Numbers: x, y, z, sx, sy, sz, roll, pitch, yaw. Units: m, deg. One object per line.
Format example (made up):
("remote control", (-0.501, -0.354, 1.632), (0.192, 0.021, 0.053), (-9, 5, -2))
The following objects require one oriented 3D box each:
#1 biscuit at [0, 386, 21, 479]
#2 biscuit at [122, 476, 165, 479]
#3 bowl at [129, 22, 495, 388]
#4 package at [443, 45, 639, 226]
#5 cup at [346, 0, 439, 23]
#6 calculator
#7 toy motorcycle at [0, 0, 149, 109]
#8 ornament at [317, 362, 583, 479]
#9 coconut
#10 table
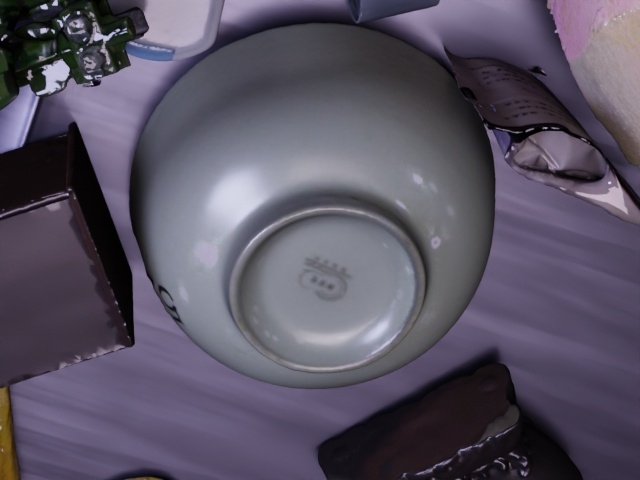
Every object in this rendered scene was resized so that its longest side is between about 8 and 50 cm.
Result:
("biscuit", (-0.378, 0.182, 1.904), (0.174, 0.039, 0.183), (-8, 112, -5))
("biscuit", (-0.145, 0.339, 2.003), (0.118, 0.029, 0.247), (-32, 113, 13))
("bowl", (0.000, 0.000, 1.778), (0.354, 0.185, 0.354), (-2, 120, -3))
("package", (0.229, -0.082, 1.783), (0.251, 0.204, 0.062), (33, 105, -20))
("cup", (0.062, -0.251, 1.769), (0.077, 0.078, 0.100), (-10, 91, -8))
("calculator", (-0.135, -0.263, 1.754), (0.121, 0.039, 0.210), (11, 110, -12))
("toy motorcycle", (-0.269, -0.208, 1.704), (0.275, 0.127, 0.205), (-19, 98, 17))
("ornament", (0.154, 0.278, 1.986), (0.251, 0.106, 0.260), (-24, 122, 11))
("coconut", (0.332, -0.185, 1.753), (0.233, 0.233, 0.245), (-33, 112, 7))
("table", (-0.288, 0.019, 1.780), (0.193, 0.169, 0.172), (-18, 113, 2))
